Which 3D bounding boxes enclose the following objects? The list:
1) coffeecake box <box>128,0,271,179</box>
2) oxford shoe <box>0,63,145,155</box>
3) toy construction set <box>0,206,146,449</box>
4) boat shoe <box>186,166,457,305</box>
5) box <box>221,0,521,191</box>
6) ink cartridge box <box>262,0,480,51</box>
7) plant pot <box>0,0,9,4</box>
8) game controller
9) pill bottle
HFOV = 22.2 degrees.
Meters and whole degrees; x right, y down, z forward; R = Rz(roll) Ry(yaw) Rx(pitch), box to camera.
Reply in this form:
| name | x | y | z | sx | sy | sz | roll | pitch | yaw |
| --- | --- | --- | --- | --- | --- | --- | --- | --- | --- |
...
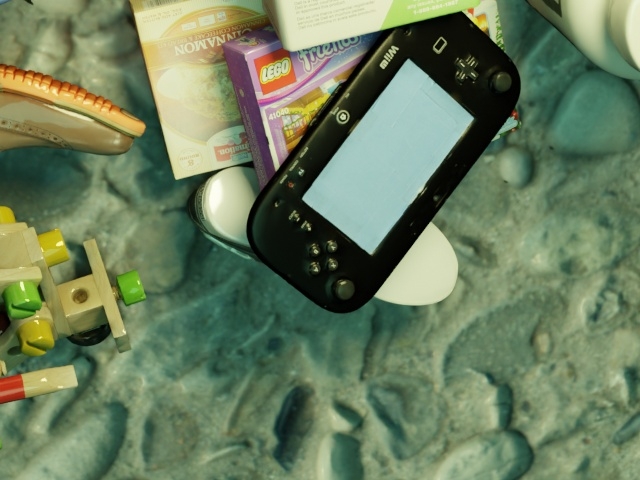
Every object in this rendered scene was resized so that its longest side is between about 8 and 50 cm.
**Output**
| name | x | y | z | sx | sy | sz | roll | pitch | yaw |
| --- | --- | --- | --- | --- | --- | --- | --- | --- | --- |
| coffeecake box | -0.105 | -0.172 | 1.678 | 0.142 | 0.068 | 0.185 | -15 | 117 | -6 |
| oxford shoe | -0.358 | -0.114 | 1.610 | 0.364 | 0.130 | 0.132 | 10 | 96 | -5 |
| toy construction set | -0.287 | 0.072 | 1.638 | 0.237 | 0.309 | 0.257 | -11 | 124 | -12 |
| boat shoe | 0.000 | 0.000 | 1.760 | 0.301 | 0.102 | 0.108 | 15 | 79 | -18 |
| box | 0.059 | -0.157 | 1.674 | 0.293 | 0.057 | 0.201 | -25 | 118 | -21 |
| ink cartridge box | 0.030 | -0.338 | 1.515 | 0.198 | 0.114 | 0.272 | -14 | 124 | -7 |
| plant pot | -0.273 | -0.352 | 1.477 | 0.236 | 0.236 | 0.212 | -22 | 111 | 0 |
| game controller | 0.063 | -0.085 | 1.626 | 0.166 | 0.067 | 0.319 | 40 | 85 | -35 |
| pill bottle | 0.299 | -0.259 | 1.580 | 0.176 | 0.318 | 0.176 | -5 | 116 | -10 |
